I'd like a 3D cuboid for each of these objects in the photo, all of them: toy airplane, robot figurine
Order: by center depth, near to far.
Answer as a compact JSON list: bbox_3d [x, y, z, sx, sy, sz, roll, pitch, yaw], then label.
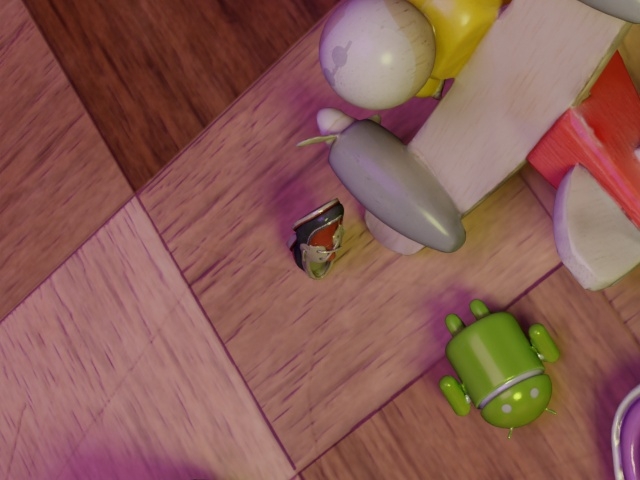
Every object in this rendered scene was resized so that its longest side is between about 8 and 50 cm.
[{"bbox_3d":[0.130,-0.128,1.098,0.384,0.273,0.386,30,125,56],"label":"toy airplane"},{"bbox_3d":[0.148,0.106,1.210,0.101,0.067,0.115,-30,69,4],"label":"robot figurine"}]

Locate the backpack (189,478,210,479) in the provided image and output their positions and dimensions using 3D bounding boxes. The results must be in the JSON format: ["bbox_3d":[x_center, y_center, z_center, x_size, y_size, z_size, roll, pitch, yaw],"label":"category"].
[{"bbox_3d":[-0.128,0.350,1.279,0.276,0.213,0.263,-54,52,18],"label":"backpack"}]

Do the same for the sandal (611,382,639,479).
[{"bbox_3d":[0.299,0.301,1.076,0.169,0.102,0.416,-29,70,30],"label":"sandal"}]

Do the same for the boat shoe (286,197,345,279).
[{"bbox_3d":[0.000,0.000,1.282,0.049,0.137,0.043,-26,80,-16],"label":"boat shoe"}]
